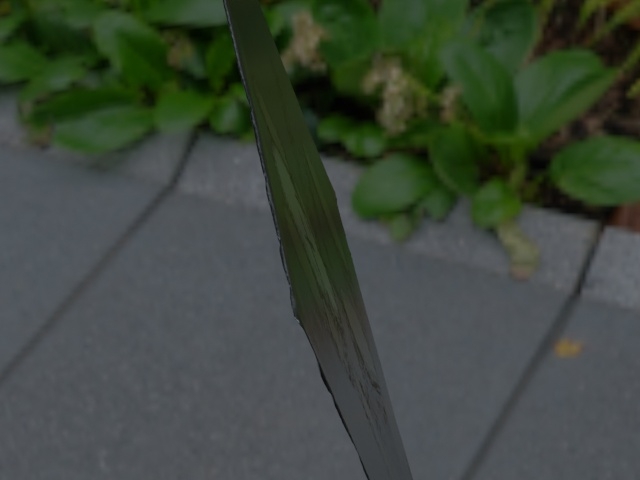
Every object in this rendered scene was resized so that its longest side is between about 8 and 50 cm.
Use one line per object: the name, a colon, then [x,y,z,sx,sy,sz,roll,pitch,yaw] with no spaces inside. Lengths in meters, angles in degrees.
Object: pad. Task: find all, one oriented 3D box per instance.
pad: [0.000,0.000,0.415,0.004,0.127,0.190,-19,40,4]
